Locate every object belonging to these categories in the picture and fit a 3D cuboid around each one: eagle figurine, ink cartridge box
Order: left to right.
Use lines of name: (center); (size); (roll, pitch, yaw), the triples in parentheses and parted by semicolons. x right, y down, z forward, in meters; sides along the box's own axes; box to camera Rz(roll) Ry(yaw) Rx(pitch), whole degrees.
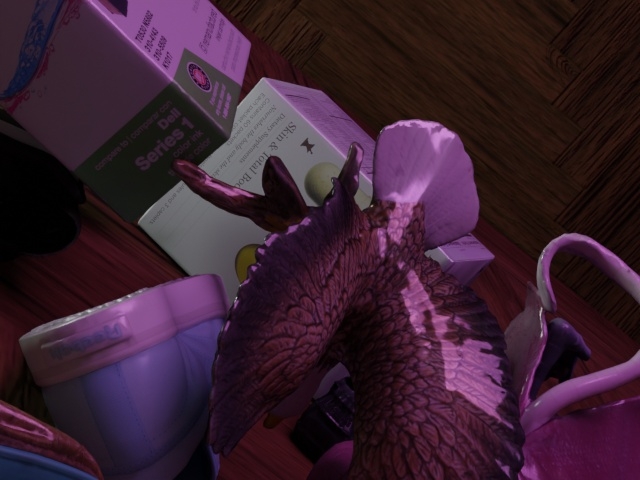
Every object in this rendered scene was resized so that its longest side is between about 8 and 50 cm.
ink cartridge box: (-0.195, -0.179, 1.463); (0.278, 0.117, 0.201); (44, 21, -18)
eagle figurine: (0.019, 0.063, 1.317); (0.226, 0.225, 0.298); (-5, 27, -7)

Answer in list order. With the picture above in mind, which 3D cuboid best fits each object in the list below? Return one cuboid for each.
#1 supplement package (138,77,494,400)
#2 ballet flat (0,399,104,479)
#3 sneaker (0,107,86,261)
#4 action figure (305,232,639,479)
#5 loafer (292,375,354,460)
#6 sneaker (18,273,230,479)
supplement package: (0.000, 0.000, 1.911); (0.263, 0.199, 0.198); (44, 12, 12)
ballet flat: (-0.253, 0.094, 0.994); (0.124, 0.116, 0.342); (25, -3, 41)
sneaker: (-0.238, -0.065, 1.593); (0.447, 0.169, 0.257); (24, 34, -54)
action figure: (0.124, 0.197, 1.393); (0.248, 0.275, 0.370); (39, 37, 26)
loafer: (0.042, 0.160, 1.761); (0.076, 0.078, 0.223); (45, 12, 12)
sneaker: (-0.125, 0.113, 1.355); (0.366, 0.135, 0.150); (-16, 88, -82)
